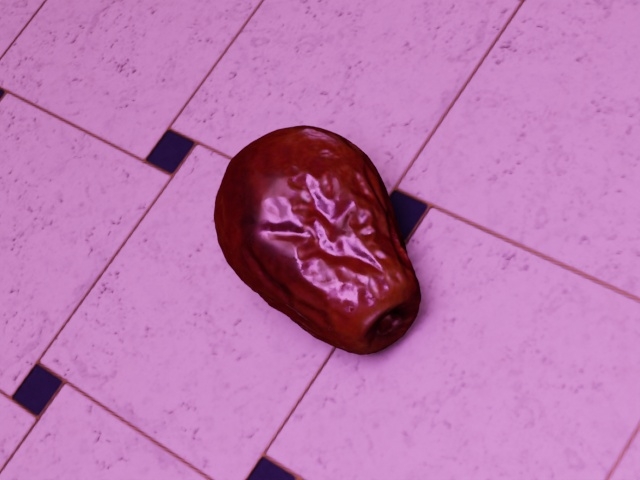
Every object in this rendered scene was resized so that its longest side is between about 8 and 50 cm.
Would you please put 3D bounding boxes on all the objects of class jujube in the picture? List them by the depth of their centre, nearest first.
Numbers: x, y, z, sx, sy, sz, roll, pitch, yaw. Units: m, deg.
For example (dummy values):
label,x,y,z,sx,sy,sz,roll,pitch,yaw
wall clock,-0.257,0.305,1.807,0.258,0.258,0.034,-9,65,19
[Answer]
label,x,y,z,sx,sy,sz,roll,pitch,yaw
jujube,0.000,0.000,1.405,0.190,0.190,0.255,-39,61,0
